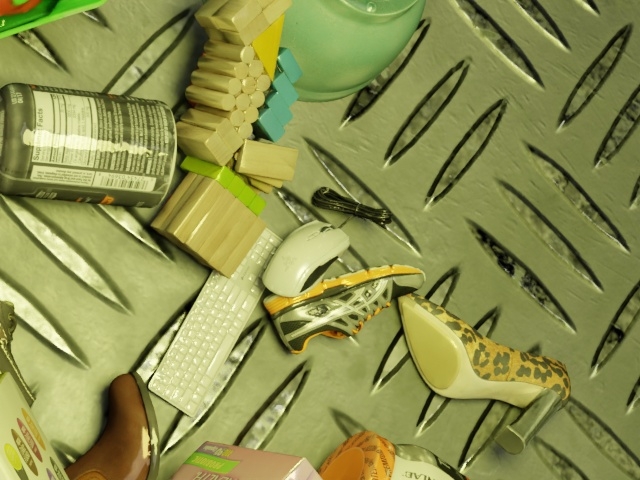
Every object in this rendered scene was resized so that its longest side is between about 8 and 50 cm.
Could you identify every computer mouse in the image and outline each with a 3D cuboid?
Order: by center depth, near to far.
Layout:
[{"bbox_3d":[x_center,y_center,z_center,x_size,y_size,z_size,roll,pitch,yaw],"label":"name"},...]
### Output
[{"bbox_3d":[0.000,0.000,1.726,0.106,0.042,0.193,26,49,20],"label":"computer mouse"}]

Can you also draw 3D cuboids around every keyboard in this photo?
[{"bbox_3d":[-0.124,0.090,1.707,0.072,0.014,0.256,35,68,-17],"label":"keyboard"}]

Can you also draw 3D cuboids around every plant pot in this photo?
[{"bbox_3d":[0.021,-0.340,1.750,0.293,0.196,0.293,5,79,-26],"label":"plant pot"}]

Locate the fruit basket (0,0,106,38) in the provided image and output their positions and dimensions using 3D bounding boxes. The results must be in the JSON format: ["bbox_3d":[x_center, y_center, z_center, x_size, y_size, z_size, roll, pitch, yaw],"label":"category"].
[{"bbox_3d":[-0.362,-0.402,1.469,0.283,0.392,0.392,-28,94,-38],"label":"fruit basket"}]

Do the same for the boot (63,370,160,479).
[{"bbox_3d":[-0.328,0.273,1.553,0.280,0.096,0.264,5,87,-18],"label":"boot"}]

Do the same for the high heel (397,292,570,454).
[{"bbox_3d":[0.221,0.144,1.851,0.261,0.093,0.186,50,41,3],"label":"high heel"}]

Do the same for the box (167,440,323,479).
[{"bbox_3d":[-0.043,0.352,1.513,0.117,0.213,0.243,-46,111,-26],"label":"box"}]

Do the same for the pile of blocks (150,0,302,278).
[{"bbox_3d":[-0.111,-0.143,1.687,0.149,0.113,0.362,12,95,-39],"label":"pile of blocks"}]

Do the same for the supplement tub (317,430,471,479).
[{"bbox_3d":[0.140,0.379,1.689,0.316,0.193,0.193,37,67,-17],"label":"supplement tub"}]

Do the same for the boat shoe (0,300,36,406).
[{"bbox_3d":[-0.374,0.089,1.546,0.073,0.080,0.223,-34,92,-22],"label":"boat shoe"}]

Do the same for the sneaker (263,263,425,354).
[{"bbox_3d":[0.036,0.082,1.754,0.215,0.084,0.083,-15,88,-17],"label":"sneaker"}]

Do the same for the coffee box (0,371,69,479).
[{"bbox_3d":[-0.380,0.360,1.304,0.338,0.337,0.334,-28,95,-6],"label":"coffee box"}]

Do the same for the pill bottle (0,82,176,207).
[{"bbox_3d":[-0.299,-0.111,1.589,0.246,0.130,0.130,5,79,-25],"label":"pill bottle"}]
